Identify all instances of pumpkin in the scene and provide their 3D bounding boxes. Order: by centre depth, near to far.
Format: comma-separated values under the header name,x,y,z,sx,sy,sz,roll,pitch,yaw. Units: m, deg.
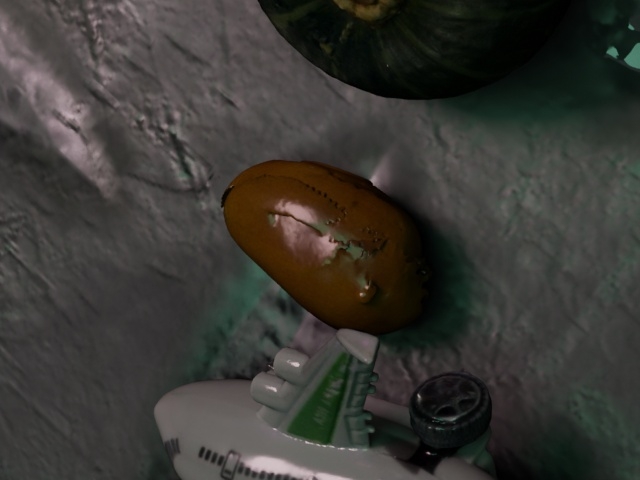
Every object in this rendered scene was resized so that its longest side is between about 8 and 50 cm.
name,x,y,z,sx,sy,sz,roll,pitch,yaw
pumpkin,0.040,-0.147,0.803,0.167,0.125,0.167,12,141,10

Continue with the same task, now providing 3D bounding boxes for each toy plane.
name,x,y,z,sx,sy,sz,roll,pitch,yaw
toy plane,0.019,0.117,0.842,0.255,0.101,0.251,21,139,38

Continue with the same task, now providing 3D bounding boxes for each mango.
name,x,y,z,sx,sy,sz,roll,pitch,yaw
mango,0.000,0.000,0.871,0.127,0.063,0.077,33,115,22
